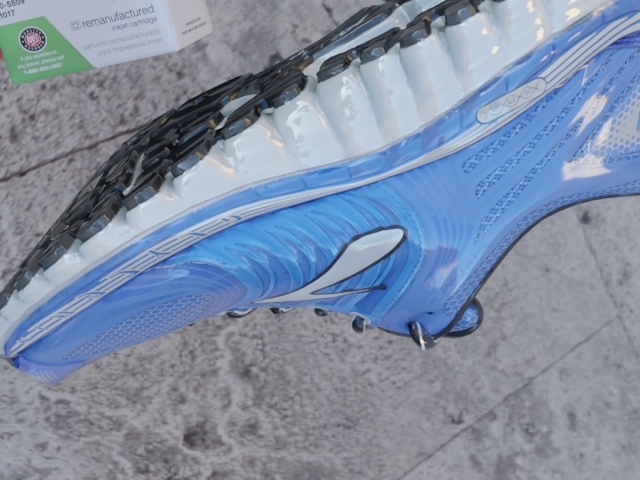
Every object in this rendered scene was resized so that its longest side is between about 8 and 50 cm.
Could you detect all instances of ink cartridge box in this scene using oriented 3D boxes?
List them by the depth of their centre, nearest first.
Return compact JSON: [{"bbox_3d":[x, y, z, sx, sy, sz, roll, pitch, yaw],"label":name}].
[{"bbox_3d":[-0.254,-0.323,0.911,0.117,0.201,0.278,-62,141,-65],"label":"ink cartridge box"}]

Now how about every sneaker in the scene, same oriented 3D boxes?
[{"bbox_3d":[0.000,0.000,0.383,0.147,0.330,0.130,58,20,-22],"label":"sneaker"}]

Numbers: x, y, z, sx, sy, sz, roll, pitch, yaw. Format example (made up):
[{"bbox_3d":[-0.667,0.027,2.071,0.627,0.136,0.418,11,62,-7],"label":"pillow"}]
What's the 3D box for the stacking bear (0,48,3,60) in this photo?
[{"bbox_3d":[-0.460,-0.161,0.994,0.175,0.164,0.289,39,73,-41],"label":"stacking bear"}]
